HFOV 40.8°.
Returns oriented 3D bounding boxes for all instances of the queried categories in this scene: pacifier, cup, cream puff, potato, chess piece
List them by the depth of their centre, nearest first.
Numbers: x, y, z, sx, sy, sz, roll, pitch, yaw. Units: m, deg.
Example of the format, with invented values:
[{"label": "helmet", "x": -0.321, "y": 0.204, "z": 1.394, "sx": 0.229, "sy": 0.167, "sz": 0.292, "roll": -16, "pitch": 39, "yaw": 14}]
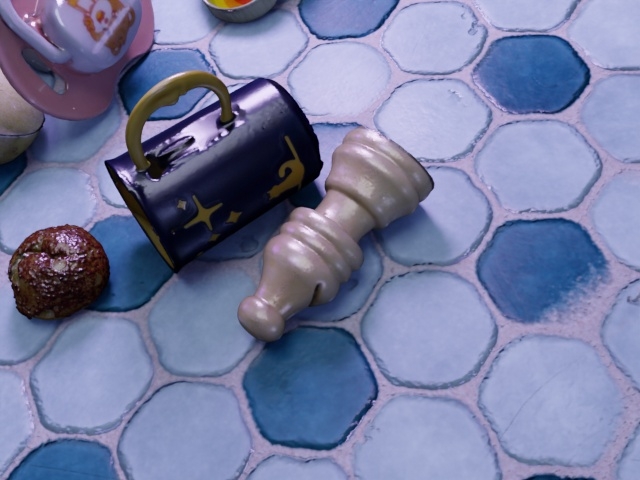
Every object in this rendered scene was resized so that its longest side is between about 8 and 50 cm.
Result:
[{"label": "chess piece", "x": 0.000, "y": 0.000, "z": 1.127, "sx": 0.138, "sy": 0.124, "sz": 0.307, "roll": 41, "pitch": 73, "yaw": 0}, {"label": "cup", "x": -0.134, "y": -0.106, "z": 1.139, "sx": 0.256, "sy": 0.255, "sz": 0.178, "roll": -34, "pitch": 84, "yaw": -12}, {"label": "cream puff", "x": -0.367, "y": 0.039, "z": 1.189, "sx": 0.148, "sy": 0.084, "sz": 0.149, "roll": -7, "pitch": 54, "yaw": 10}, {"label": "potato", "x": -0.541, "y": -0.190, "z": 1.369, "sx": 0.182, "sy": 0.117, "sz": 0.202, "roll": -1, "pitch": 44, "yaw": -40}, {"label": "pacifier", "x": -0.403, "y": -0.343, "z": 1.390, "sx": 0.220, "sy": 0.273, "sz": 0.332, "roll": 27, "pitch": 60, "yaw": -3}]

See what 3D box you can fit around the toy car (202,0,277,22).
[{"label": "toy car", "x": -0.140, "y": -0.483, "z": 1.483, "sx": 0.235, "sy": 0.145, "sz": 0.235, "roll": -6, "pitch": 70, "yaw": 16}]
